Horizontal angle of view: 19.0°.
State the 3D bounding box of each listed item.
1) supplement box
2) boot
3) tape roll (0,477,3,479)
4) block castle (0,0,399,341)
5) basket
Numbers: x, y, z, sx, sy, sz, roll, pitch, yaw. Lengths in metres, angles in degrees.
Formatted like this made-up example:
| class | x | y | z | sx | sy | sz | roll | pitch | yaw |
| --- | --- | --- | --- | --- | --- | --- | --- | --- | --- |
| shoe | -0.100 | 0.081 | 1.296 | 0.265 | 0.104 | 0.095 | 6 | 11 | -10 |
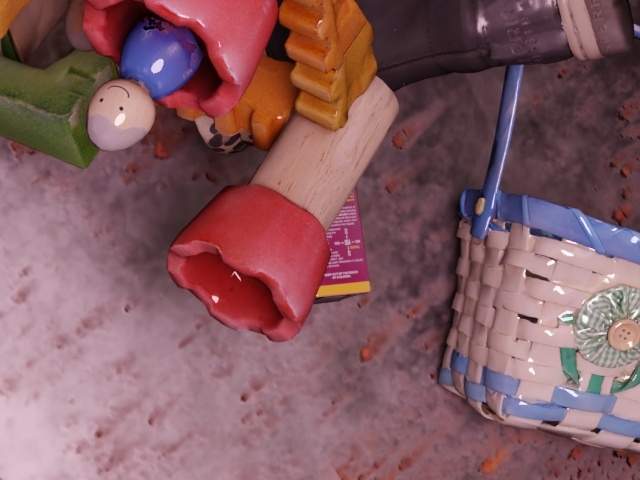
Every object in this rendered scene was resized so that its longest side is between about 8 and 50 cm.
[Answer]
| class | x | y | z | sx | sy | sz | roll | pitch | yaw |
| --- | --- | --- | --- | --- | --- | --- | --- | --- | --- |
| supplement box | 0.000 | 0.000 | 1.313 | 0.043 | 0.055 | 0.083 | -5 | 84 | -23 |
| boot | 0.044 | -0.206 | 1.289 | 0.284 | 0.377 | 0.138 | -18 | 129 | 9 |
| tape roll | -0.201 | 0.203 | 1.130 | 0.080 | 0.189 | 0.189 | -45 | 99 | -20 |
| block castle | -0.198 | -0.131 | 1.033 | 0.453 | 0.303 | 0.213 | 23 | 63 | 20 |
| basket | 0.221 | 0.001 | 1.319 | 0.254 | 0.201 | 0.289 | 14 | 87 | -18 |
